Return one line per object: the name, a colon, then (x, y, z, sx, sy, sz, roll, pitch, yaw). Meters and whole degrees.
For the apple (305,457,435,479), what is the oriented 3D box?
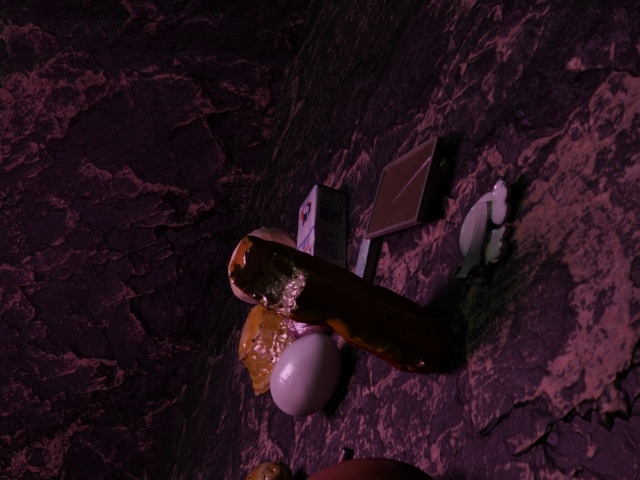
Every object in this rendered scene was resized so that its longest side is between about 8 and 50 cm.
apple: (0.053, 0.446, 0.779, 0.305, 0.235, 0.305, -54, 25, 40)

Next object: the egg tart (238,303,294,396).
egg tart: (-0.163, 0.296, 1.743, 0.341, 0.132, 0.341, -160, 90, -74)

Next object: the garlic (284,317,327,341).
garlic: (-0.037, 0.205, 1.482, 0.159, 0.102, 0.147, -18, 75, 58)

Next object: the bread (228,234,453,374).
bread: (0.031, 0.112, 0.938, 0.109, 0.381, 0.185, -62, 18, 10)

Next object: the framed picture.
framed picture: (0.170, -0.106, 1.226, 0.260, 0.023, 0.188, -22, 49, 69)

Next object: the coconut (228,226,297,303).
coconut: (-0.165, 0.076, 1.684, 0.197, 0.237, 0.237, 58, 146, 8)

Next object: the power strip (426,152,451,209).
power strip: (0.213, -0.102, 1.179, 0.168, 0.028, 0.076, -62, 20, 22)

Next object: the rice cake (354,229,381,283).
rice cake: (0.105, 0.067, 1.327, 0.043, 0.034, 0.210, -13, 59, 60)

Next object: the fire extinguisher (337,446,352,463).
fire extinguisher: (0.039, 0.459, 1.152, 0.028, 0.022, 0.083, 23, 97, 36)

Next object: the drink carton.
drink carton: (0.000, 0.000, 1.588, 0.130, 0.107, 0.314, 126, 155, -47)

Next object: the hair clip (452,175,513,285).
hair clip: (0.260, -0.013, 0.923, 0.116, 0.049, 0.172, -21, 51, 62)

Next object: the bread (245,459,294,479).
bread: (-0.138, 0.638, 1.319, 0.267, 0.130, 0.152, -69, -15, 6)

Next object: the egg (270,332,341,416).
egg: (-0.031, 0.305, 1.305, 0.209, 0.151, 0.151, -65, 19, 15)
